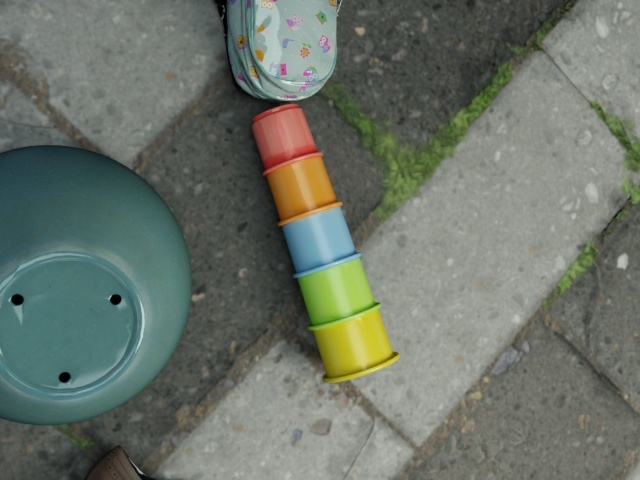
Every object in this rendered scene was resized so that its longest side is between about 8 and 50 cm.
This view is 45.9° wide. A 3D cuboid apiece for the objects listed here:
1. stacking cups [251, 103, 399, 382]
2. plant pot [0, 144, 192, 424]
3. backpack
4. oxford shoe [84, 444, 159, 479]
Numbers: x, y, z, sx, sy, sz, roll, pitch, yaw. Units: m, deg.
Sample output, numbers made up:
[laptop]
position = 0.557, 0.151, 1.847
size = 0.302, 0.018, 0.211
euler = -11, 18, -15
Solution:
[stacking cups]
position = 0.000, 0.000, 0.880
size = 0.096, 0.096, 0.316
euler = -17, 87, -14
[plant pot]
position = -0.253, 0.058, 0.730
size = 0.290, 0.195, 0.290
euler = -4, 101, -21
[backpack]
position = -0.047, -0.247, 0.850
size = 0.152, 0.115, 0.182
euler = 0, 93, -17
[oxford shoe]
position = -0.144, 0.331, 0.841
size = 0.271, 0.097, 0.098
euler = 36, 76, -12
